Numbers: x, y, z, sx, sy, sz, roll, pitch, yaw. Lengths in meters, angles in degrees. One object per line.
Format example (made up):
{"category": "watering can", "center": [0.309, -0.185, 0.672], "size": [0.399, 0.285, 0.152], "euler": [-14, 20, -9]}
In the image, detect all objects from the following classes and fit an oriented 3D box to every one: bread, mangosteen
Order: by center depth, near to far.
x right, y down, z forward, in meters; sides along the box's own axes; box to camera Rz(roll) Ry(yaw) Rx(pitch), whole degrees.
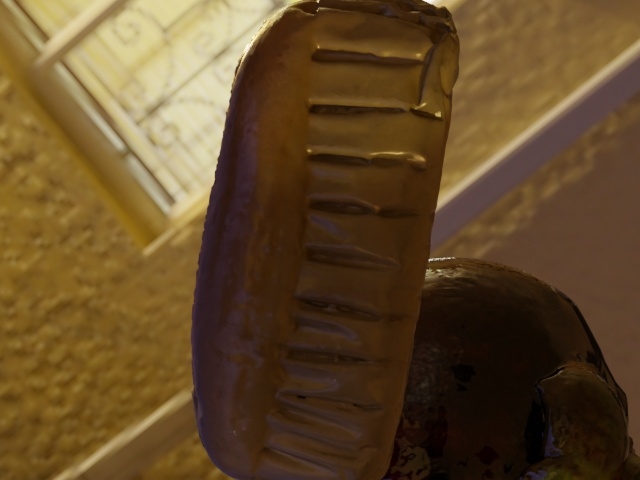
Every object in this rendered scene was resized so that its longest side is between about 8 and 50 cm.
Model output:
{"category": "bread", "center": [0.000, 0.000, 0.820], "size": [0.106, 0.236, 0.140], "euler": [10, -174, 5]}
{"category": "mangosteen", "center": [0.140, 0.161, 1.384], "size": [0.306, 0.360, 0.306], "euler": [24, -118, -58]}
